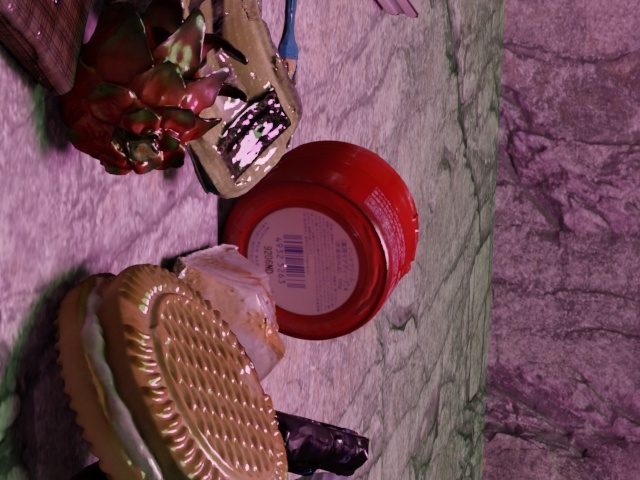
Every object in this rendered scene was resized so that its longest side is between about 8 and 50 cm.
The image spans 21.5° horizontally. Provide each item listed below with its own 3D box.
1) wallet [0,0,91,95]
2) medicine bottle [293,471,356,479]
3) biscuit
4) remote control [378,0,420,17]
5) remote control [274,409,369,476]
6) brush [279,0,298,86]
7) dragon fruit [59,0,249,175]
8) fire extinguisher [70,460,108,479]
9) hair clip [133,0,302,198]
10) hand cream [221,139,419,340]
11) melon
[{"bbox_3d":[-0.207,-0.197,1.166,0.230,0.042,0.124,54,46,-67],"label":"wallet"},{"bbox_3d":[-0.024,0.407,1.914,0.318,0.158,0.158,-61,153,-58],"label":"medicine bottle"},{"bbox_3d":[-0.117,0.130,1.368,0.259,0.079,0.259,54,16,-23],"label":"biscuit"},{"bbox_3d":[0.089,-0.385,2.267,0.277,0.055,0.103,28,69,-74],"label":"remote control"},{"bbox_3d":[-0.041,0.213,1.805,0.399,0.144,0.062,35,70,-73],"label":"remote control"},{"bbox_3d":[-0.032,-0.255,1.911,0.051,0.014,0.164,-17,111,-76],"label":"brush"},{"bbox_3d":[-0.138,-0.119,1.305,0.142,0.121,0.130,-48,168,-11],"label":"dragon fruit"},{"bbox_3d":[-0.160,0.355,1.464,0.141,0.105,0.341,-44,140,-47],"label":"fire extinguisher"},{"bbox_3d":[-0.105,-0.168,1.485,0.138,0.091,0.321,-52,154,-21],"label":"hair clip"},{"bbox_3d":[0.000,0.000,1.775,0.125,0.193,0.193,-51,145,-63],"label":"hand cream"},{"bbox_3d":[-0.096,0.056,1.621,0.139,0.093,0.202,50,24,-41],"label":"melon"}]
